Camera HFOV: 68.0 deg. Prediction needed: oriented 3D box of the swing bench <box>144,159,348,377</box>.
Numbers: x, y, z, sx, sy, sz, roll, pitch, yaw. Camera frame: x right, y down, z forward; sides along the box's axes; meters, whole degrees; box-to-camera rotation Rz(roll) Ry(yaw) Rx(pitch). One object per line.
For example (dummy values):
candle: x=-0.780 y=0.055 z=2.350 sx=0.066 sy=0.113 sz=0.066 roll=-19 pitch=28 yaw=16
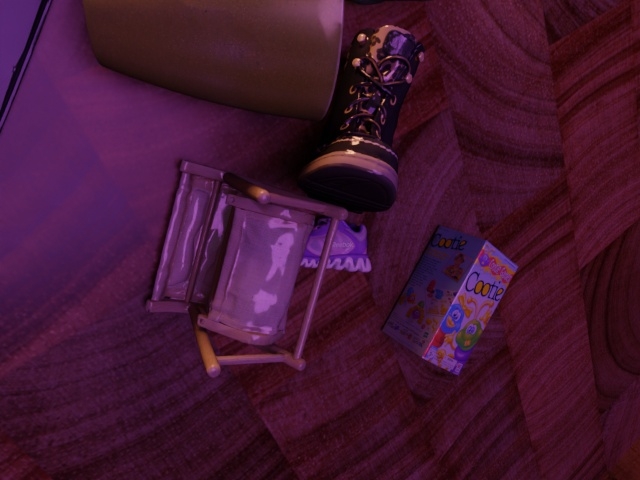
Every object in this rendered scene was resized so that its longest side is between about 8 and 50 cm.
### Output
swing bench: x=-0.126 y=0.033 z=0.731 sx=0.165 sy=0.254 sz=0.254 roll=10 pitch=99 yaw=-42

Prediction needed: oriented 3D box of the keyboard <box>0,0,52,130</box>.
keyboard: x=-0.468 y=-0.251 z=0.570 sx=0.201 sy=0.033 sz=0.318 roll=22 pitch=91 yaw=-40

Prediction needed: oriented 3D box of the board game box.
board game box: x=0.287 y=0.130 z=1.058 sx=0.142 sy=0.144 sz=0.276 roll=31 pitch=88 yaw=-34

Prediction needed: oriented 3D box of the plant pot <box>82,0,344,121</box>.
plant pot: x=-0.145 y=-0.301 z=0.635 sx=0.293 sy=0.275 sz=0.275 roll=-3 pitch=106 yaw=-12

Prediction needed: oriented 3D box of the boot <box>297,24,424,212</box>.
boot: x=0.073 y=-0.191 z=0.735 sx=0.138 sy=0.377 sz=0.285 roll=18 pitch=89 yaw=1

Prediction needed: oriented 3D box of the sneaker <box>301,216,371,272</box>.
sneaker: x=0.000 y=0.000 z=0.889 sx=0.236 sy=0.095 sz=0.105 roll=6 pitch=94 yaw=-37

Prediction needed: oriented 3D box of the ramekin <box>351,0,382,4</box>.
ramekin: x=0.138 y=-0.521 z=0.722 sx=0.303 sy=0.148 sz=0.304 roll=-30 pitch=134 yaw=-37
